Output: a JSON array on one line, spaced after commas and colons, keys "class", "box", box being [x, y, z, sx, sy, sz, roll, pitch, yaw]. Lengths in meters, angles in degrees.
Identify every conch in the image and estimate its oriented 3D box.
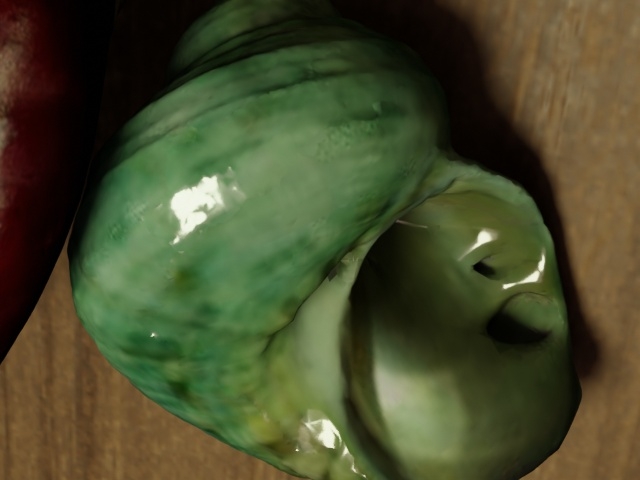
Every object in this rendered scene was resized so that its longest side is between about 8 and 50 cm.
[{"class": "conch", "box": [0.000, 0.002, 0.518, 0.175, 0.122, 0.188, -13, 112, -10]}]

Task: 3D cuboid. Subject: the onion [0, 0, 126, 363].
[{"class": "onion", "box": [-0.206, -0.071, 0.484, 0.314, 0.232, 0.314, -3, 86, 54]}]
